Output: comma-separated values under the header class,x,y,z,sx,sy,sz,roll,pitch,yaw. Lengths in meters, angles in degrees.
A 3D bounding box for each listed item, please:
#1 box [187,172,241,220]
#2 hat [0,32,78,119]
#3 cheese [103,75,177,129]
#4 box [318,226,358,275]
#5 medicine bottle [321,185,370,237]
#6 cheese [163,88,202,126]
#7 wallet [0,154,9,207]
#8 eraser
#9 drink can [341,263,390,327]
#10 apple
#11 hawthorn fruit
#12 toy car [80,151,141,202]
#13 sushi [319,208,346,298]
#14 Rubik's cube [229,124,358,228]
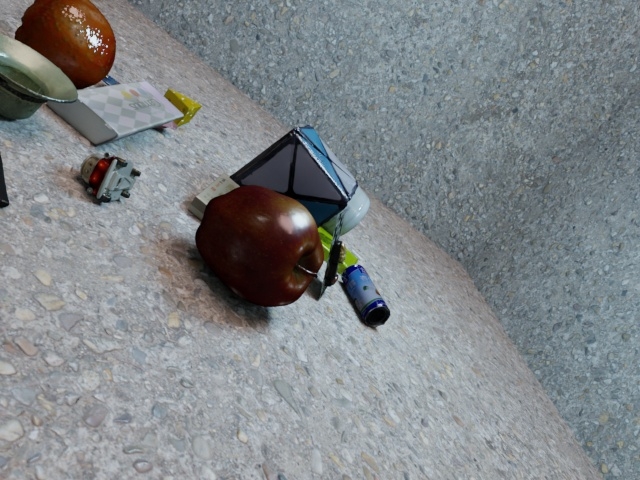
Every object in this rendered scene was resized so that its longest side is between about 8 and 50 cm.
class,x,y,z,sx,sy,sz,roll,pitch,yaw
box,-0.291,-0.109,1.703,0.141,0.058,0.201,39,31,-7
hat,-0.715,-0.357,1.321,0.257,0.130,0.257,37,17,-13
cheese,-0.614,-0.469,1.945,0.286,0.074,0.189,36,15,-16
box,0.000,0.000,2.189,0.335,0.047,0.187,41,16,1
medicine bottle,0.026,-0.188,2.315,0.306,0.245,0.245,48,14,-17
cheese,-0.525,-0.499,2.194,0.126,0.093,0.171,45,15,12
wallet,-0.673,-0.159,1.093,0.124,0.025,0.244,24,23,-48
eraser,-0.589,-0.390,1.690,0.213,0.082,0.397,42,24,-4
drink can,0.154,0.189,1.967,0.097,0.097,0.235,29,21,-36
apple,-0.147,0.012,1.427,0.317,0.288,0.288,34,12,22
hawthorn fruit,-0.722,-0.567,1.639,0.300,0.275,0.275,44,9,-50
toy car,-0.510,-0.158,1.352,0.112,0.112,0.139,27,4,9
sushi,0.057,0.048,1.804,0.043,0.279,0.192,15,12,8
Rubik's cube,-0.076,-0.183,1.915,0.307,0.310,0.305,53,14,-3
